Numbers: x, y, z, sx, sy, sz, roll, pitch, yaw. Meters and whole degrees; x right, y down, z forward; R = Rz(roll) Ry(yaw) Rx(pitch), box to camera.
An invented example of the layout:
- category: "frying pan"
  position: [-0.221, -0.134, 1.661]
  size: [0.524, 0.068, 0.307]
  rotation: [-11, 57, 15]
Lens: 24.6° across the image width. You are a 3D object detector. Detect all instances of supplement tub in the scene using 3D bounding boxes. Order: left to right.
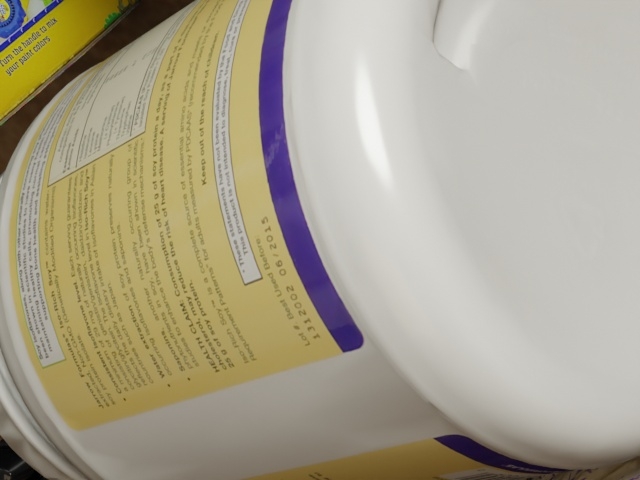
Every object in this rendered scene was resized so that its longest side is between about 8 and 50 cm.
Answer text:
- category: "supplement tub"
  position: [0.000, 0.000, 0.657]
  size: [0.331, 0.241, 0.241]
  rotation: [-21, 113, 48]

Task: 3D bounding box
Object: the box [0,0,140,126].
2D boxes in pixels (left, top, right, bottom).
- category: "box"
  position: [-0.305, -0.143, 0.816]
  size: [0.279, 0.177, 0.290]
  rotation: [50, 141, -13]

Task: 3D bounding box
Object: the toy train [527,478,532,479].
- category: "toy train"
  position: [0.172, 0.114, 0.804]
  size: [0.158, 0.027, 0.036]
  rotation: [-6, 113, 43]

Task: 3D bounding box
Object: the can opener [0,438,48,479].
- category: "can opener"
  position: [-0.196, 0.181, 1.143]
  size: [0.186, 0.073, 0.059]
  rotation: [-6, 116, 32]

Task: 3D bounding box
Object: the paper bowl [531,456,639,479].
- category: "paper bowl"
  position: [0.227, 0.161, 0.664]
  size: [0.284, 0.148, 0.284]
  rotation: [6, 125, 8]
